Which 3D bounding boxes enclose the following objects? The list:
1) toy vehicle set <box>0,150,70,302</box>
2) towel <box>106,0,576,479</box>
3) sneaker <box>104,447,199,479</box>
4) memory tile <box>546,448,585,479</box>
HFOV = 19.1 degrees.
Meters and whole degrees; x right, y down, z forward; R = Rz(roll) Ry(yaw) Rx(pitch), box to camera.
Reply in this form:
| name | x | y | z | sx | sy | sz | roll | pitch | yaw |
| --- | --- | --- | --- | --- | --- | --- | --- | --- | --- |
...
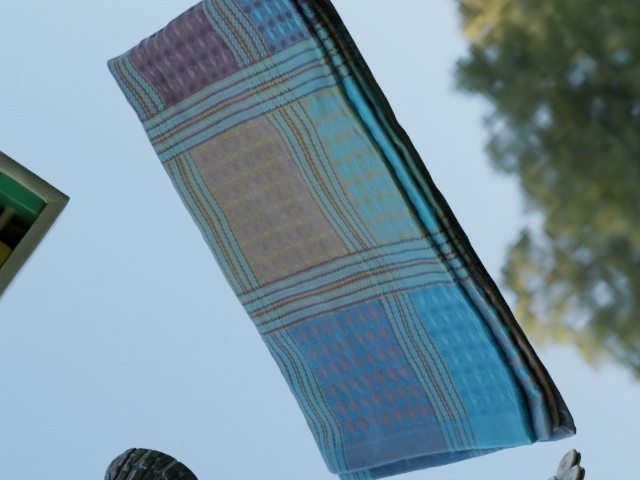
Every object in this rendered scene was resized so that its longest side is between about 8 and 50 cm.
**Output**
| name | x | y | z | sx | sy | sz | roll | pitch | yaw |
| --- | --- | --- | --- | --- | --- | --- | --- | --- | --- |
| toy vehicle set | -0.272 | -0.025 | 0.874 | 0.267 | 0.035 | 0.166 | 33 | -116 | -3 |
| towel | 0.000 | 0.000 | 1.320 | 0.040 | 0.271 | 0.370 | -34 | -83 | -34 |
| sneaker | -0.096 | 0.219 | 1.406 | 0.162 | 0.063 | 0.073 | 39 | 159 | 5 |
| memory tile | 0.227 | 0.288 | 1.947 | 0.012 | 0.148 | 0.113 | 29 | -161 | -8 |
